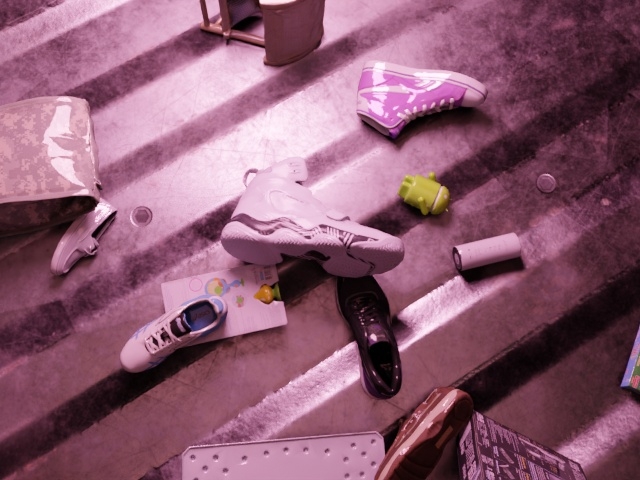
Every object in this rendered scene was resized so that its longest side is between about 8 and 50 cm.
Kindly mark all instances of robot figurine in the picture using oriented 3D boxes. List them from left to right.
[{"bbox_3d":[0.226,-0.099,1.497,0.115,0.067,0.101,25,46,4],"label":"robot figurine"}]

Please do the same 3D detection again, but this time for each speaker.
[{"bbox_3d":[0.355,0.024,1.480,0.136,0.055,0.055,-14,77,-6],"label":"speaker"}]

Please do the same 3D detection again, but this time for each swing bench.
[{"bbox_3d":[-0.124,-0.514,1.486,0.254,0.253,0.165,33,77,6],"label":"swing bench"}]

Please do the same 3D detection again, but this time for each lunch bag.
[{"bbox_3d":[-0.586,-0.150,1.408,0.286,0.169,0.236,-11,69,-3],"label":"lunch bag"}]

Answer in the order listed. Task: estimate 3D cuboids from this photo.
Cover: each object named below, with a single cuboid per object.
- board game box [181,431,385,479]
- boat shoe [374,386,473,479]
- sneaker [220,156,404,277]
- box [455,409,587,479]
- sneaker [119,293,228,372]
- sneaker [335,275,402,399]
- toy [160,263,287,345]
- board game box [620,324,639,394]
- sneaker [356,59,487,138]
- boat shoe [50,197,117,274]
[{"bbox_3d":[-0.057,0.571,1.295,0.389,0.050,0.390,-1,76,-14],"label":"board game box"},{"bbox_3d":[0.189,0.390,1.363,0.257,0.095,0.095,-40,119,-21],"label":"boat shoe"},{"bbox_3d":[-0.007,-0.053,1.408,0.365,0.137,0.210,6,60,5],"label":"sneaker"},{"bbox_3d":[0.374,0.446,1.250,0.242,0.307,0.077,27,102,3],"label":"box"},{"bbox_3d":[-0.289,0.176,1.347,0.237,0.086,0.085,-32,79,-3],"label":"sneaker"},{"bbox_3d":[0.109,0.174,1.395,0.107,0.124,0.284,-16,77,-7],"label":"sneaker"},{"bbox_3d":[-0.194,0.133,1.424,0.237,0.056,0.137,-13,76,0],"label":"toy"},{"bbox_3d":[0.754,0.273,1.449,0.211,0.039,0.160,24,76,2],"label":"board game box"},{"bbox_3d":[0.218,-0.291,1.535,0.281,0.102,0.161,10,79,10],"label":"sneaker"},{"bbox_3d":[-0.487,-0.002,1.443,0.063,0.066,0.184,27,67,5],"label":"boat shoe"}]
